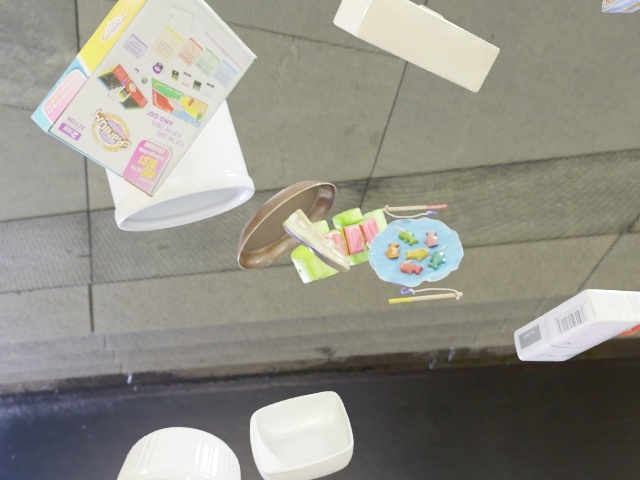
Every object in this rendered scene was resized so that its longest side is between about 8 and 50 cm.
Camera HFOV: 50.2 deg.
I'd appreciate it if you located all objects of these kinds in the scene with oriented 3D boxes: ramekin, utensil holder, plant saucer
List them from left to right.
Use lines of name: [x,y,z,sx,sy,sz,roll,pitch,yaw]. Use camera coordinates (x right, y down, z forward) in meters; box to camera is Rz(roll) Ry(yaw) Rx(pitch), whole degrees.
utensil holder: [-0.359,-0.253,1.608,0.327,0.386,0.327,-15,174,-2]
ramekin: [-0.223,0.390,1.082,0.207,0.109,0.207,1,128,1]
plant saucer: [-0.093,-0.047,1.721,0.050,0.310,0.311,48,133,17]

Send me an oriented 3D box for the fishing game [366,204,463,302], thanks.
fishing game: [0.184,0.013,1.344,0.189,0.264,0.041,-3,135,9]

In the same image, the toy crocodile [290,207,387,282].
toy crocodile: [0.052,0.002,1.438,0.105,0.340,0.115,-13,95,39]

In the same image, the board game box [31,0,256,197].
board game box: [-0.282,-0.259,1.139,0.317,0.064,0.242,-53,142,-1]

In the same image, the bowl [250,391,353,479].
bowl: [-0.026,0.289,0.979,0.142,0.142,0.053,-13,116,-5]

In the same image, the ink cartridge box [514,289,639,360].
ink cartridge box: [0.447,0.135,1.045,0.232,0.066,0.189,7,151,-17]

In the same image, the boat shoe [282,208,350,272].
boat shoe: [0.000,0.000,1.250,0.153,0.048,0.056,37,165,23]

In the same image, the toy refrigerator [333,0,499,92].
toy refrigerator: [0.169,-0.355,1.174,0.269,0.102,0.094,15,111,-29]

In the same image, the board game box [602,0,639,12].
board game box: [0.486,-0.393,0.992,0.194,0.194,0.060,27,164,-21]
